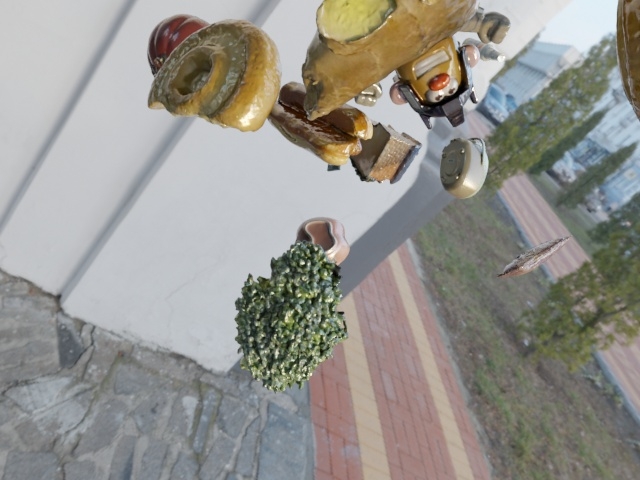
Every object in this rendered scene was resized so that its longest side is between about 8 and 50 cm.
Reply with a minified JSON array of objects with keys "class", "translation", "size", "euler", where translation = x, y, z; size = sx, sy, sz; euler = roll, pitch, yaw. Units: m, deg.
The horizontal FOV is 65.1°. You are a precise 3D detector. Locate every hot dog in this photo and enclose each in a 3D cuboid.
[{"class":"hot dog","translation":[-0.014,-0.259,1.103],"size":[0.337,0.135,0.100],"euler":[38,-2,45]}]

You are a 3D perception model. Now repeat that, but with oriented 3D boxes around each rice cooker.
[{"class":"rice cooker","translation":[0.469,-0.243,1.655],"size":[0.127,0.145,0.207],"euler":[12,81,-35]}]

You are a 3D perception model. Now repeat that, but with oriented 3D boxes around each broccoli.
[{"class":"broccoli","translation":[-0.074,0.151,1.048],"size":[0.248,0.288,0.245],"euler":[45,-11,-14]}]

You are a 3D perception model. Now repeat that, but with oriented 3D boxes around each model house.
[{"class":"model house","translation":[0.197,-0.266,1.506],"size":[0.172,0.167,0.183],"euler":[9,34,-32]}]

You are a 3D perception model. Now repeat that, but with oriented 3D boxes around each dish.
[{"class":"dish","translation":[0.000,0.000,1.797],"size":[0.213,0.213,0.090],"euler":[55,-8,19]}]

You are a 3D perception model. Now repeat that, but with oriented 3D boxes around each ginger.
[{"class":"ginger","translation":[0.068,-0.254,0.580],"size":[0.218,0.270,0.123],"euler":[-27,87,-54]}]

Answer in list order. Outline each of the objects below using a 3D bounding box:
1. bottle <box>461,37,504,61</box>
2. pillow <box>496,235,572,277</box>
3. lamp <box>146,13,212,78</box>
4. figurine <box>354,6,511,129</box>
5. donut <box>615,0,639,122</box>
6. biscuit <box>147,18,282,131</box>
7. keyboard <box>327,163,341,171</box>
[{"class":"bottle","translation":[0.574,-0.663,1.761],"size":[0.060,0.060,0.217],"euler":[28,19,-32]},{"class":"pillow","translation":[0.513,0.042,1.206],"size":[0.184,0.118,0.043],"euler":[-26,82,-19]},{"class":"lamp","translation":[-0.404,-0.560,1.593],"size":[0.303,0.303,0.257],"euler":[39,68,-14]},{"class":"figurine","translation":[0.197,-0.354,0.943],"size":[0.308,0.308,0.143],"euler":[39,49,-14]},{"class":"donut","translation":[0.521,-0.250,0.570],"size":[0.448,0.449,0.198],"euler":[33,-11,-24]},{"class":"biscuit","translation":[-0.186,-0.297,0.888],"size":[0.274,0.213,0.091],"euler":[12,-14,36]},{"class":"keyboard","translation":[0.061,-0.345,1.895],"size":[0.014,0.055,0.176],"euler":[30,63,-54]}]
